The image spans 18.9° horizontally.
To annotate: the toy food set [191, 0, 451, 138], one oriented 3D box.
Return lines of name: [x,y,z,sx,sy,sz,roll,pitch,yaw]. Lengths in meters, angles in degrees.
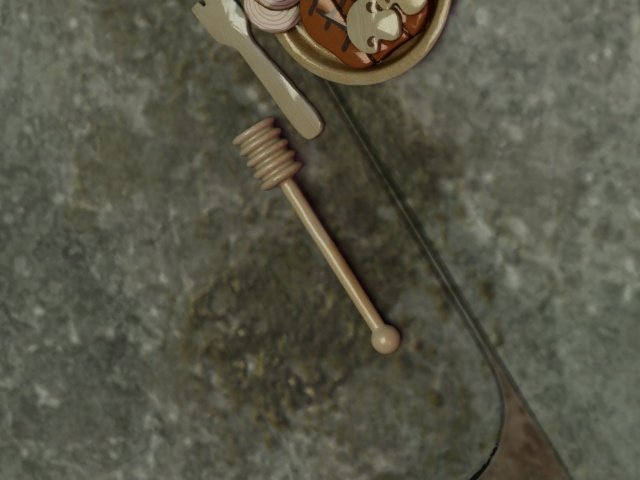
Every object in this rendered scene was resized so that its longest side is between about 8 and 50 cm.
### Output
toy food set: [0.013,-0.154,1.121,0.192,0.038,0.132,-43,82,26]

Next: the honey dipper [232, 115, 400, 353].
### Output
honey dipper: [0.000,0.000,1.167,0.030,0.030,0.161,-31,90,27]
